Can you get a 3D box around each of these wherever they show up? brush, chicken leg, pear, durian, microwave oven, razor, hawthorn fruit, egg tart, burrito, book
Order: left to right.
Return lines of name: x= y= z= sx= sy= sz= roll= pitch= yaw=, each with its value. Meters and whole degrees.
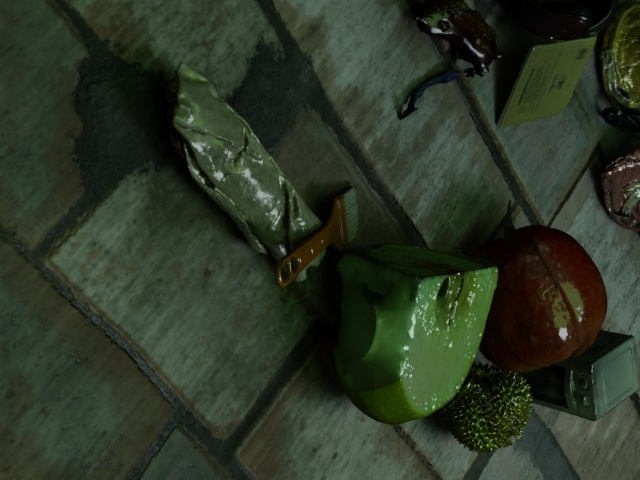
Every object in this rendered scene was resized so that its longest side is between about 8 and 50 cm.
burrito: x=-0.107 y=-0.083 z=1.582 sx=0.392 sy=0.076 sz=0.117 roll=51 pitch=57 yaw=-39
brush: x=0.000 y=0.000 z=1.657 sx=0.314 sy=0.017 sz=0.090 roll=-40 pitch=126 yaw=-60
pear: x=0.131 y=0.151 z=1.787 sx=0.286 sy=0.176 sz=0.281 roll=-5 pitch=106 yaw=-52
razor: x=0.184 y=-0.254 z=1.865 sx=0.154 sy=0.044 sz=0.028 roll=-41 pitch=96 yaw=-33
chicken leg: x=0.235 y=-0.348 z=1.870 sx=0.234 sy=0.063 sz=0.105 roll=33 pitch=55 yaw=-41
durian: x=0.284 y=0.294 z=1.977 sx=0.198 sy=0.146 sz=0.159 roll=14 pitch=103 yaw=-37
hawthorn fruit: x=0.367 y=0.103 z=1.953 sx=0.262 sy=0.258 sz=0.258 roll=49 pitch=64 yaw=-25
book: x=0.414 y=-0.289 z=2.029 sx=0.192 sy=0.013 sz=0.168 roll=-15 pitch=137 yaw=-41
microwave oven: x=0.470 y=0.245 z=2.096 sx=0.163 sy=0.205 sz=0.129 roll=-21 pitch=111 yaw=-38
egg tart: x=0.657 y=-0.364 z=2.243 sx=0.241 sy=0.106 sz=0.241 roll=-5 pitch=98 yaw=-39

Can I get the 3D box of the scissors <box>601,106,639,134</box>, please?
scissors: x=0.668 y=-0.224 z=2.298 sx=0.300 sy=0.109 sz=0.022 roll=23 pitch=76 yaw=-55

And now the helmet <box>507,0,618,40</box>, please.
helmet: x=0.421 y=-0.445 z=1.941 sx=0.216 sy=0.193 sz=0.189 roll=12 pitch=84 yaw=-27

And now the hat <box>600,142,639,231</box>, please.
hat: x=0.694 y=-0.092 z=2.291 sx=0.237 sy=0.107 sz=0.286 roll=-24 pitch=135 yaw=-2
